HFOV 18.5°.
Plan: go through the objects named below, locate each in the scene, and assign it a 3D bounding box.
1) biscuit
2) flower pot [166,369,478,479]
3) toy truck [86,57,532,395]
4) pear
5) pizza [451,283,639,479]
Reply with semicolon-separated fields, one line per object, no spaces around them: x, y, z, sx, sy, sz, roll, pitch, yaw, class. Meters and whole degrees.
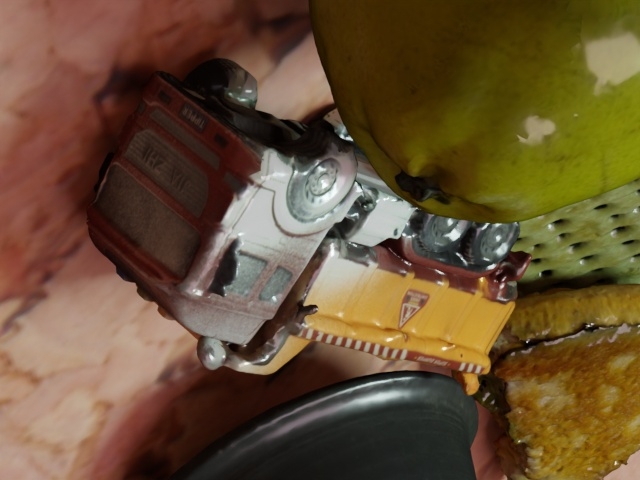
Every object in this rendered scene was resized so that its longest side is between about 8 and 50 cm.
0.178;0.002;1.219;0.139;0.016;0.231;-21;149;17;biscuit
0.020;0.200;1.153;0.235;0.148;0.235;-22;149;-14;flower pot
0.000;0.000;1.038;0.270;0.114;0.135;16;107;-51;toy truck
0.102;-0.132;0.930;0.269;0.212;0.212;-63;147;-21;pear
0.168;0.093;1.293;0.147;0.069;0.226;-20;143;5;pizza
